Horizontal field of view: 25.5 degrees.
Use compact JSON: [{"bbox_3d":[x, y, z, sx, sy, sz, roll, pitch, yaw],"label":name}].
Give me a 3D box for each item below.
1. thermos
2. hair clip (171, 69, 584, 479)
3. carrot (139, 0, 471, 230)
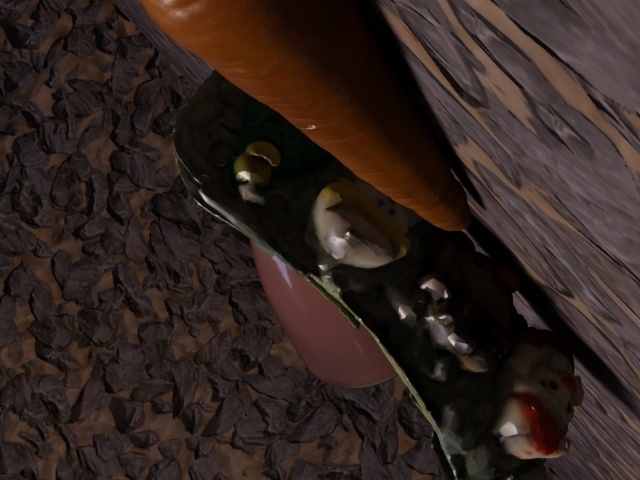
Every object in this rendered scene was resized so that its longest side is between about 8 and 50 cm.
[{"bbox_3d":[0.000,0.000,1.331,0.265,0.146,0.176,60,-165,-45],"label":"thermos"},{"bbox_3d":[0.057,0.020,0.814,0.091,0.138,0.321,-24,117,41],"label":"hair clip"},{"bbox_3d":[0.004,-0.073,0.604,0.069,0.069,0.336,46,-175,31],"label":"carrot"}]
